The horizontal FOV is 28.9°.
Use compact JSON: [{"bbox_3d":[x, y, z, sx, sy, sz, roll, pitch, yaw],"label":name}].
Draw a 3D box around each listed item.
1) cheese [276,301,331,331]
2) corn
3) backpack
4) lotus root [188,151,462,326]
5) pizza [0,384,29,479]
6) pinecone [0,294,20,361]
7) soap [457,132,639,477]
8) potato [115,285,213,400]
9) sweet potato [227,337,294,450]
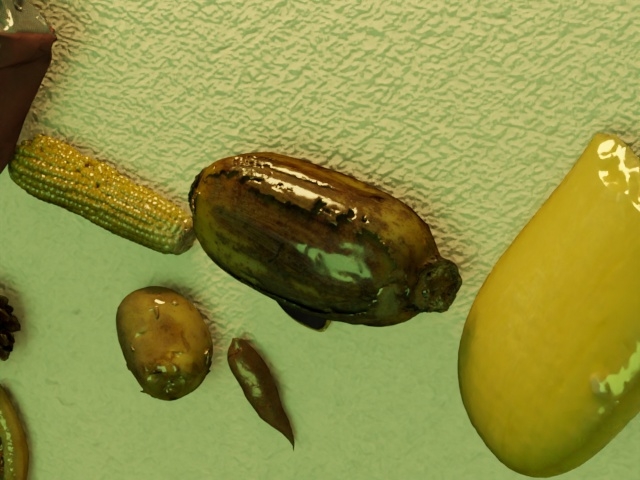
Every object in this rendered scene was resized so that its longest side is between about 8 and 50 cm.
[{"bbox_3d":[-0.051,0.067,1.802,0.163,0.036,0.086,25,114,14],"label":"cheese"},{"bbox_3d":[-0.331,-0.069,1.849,0.320,0.097,0.097,26,113,11],"label":"corn"},{"bbox_3d":[-0.546,-0.276,1.821,0.317,0.197,0.283,41,115,26],"label":"backpack"},{"bbox_3d":[0.000,0.000,1.685,0.398,0.179,0.195,21,114,20],"label":"lotus root"},{"bbox_3d":[-0.548,0.364,2.074,0.134,0.056,0.271,17,111,15],"label":"pizza"},{"bbox_3d":[-0.563,0.150,1.959,0.174,0.173,0.173,6,107,20],"label":"pinecone"},{"bbox_3d":[0.321,0.097,1.559,0.427,0.115,0.306,-57,44,26],"label":"soap"},{"bbox_3d":[-0.233,0.154,1.855,0.137,0.137,0.175,-23,74,25],"label":"potato"},{"bbox_3d":[-0.086,0.231,1.855,0.056,0.056,0.194,-23,99,26],"label":"sweet potato"}]
